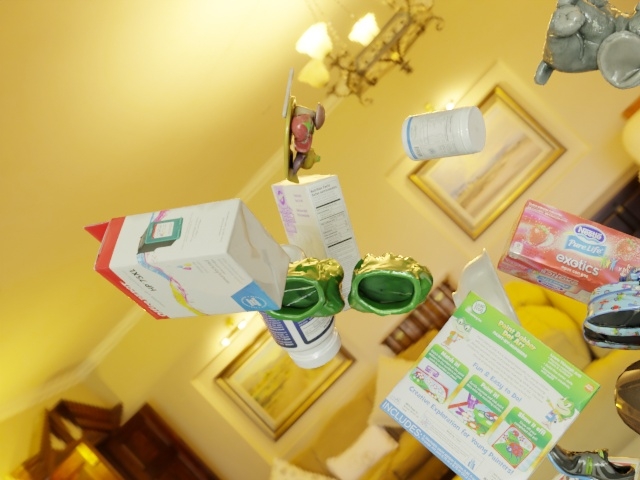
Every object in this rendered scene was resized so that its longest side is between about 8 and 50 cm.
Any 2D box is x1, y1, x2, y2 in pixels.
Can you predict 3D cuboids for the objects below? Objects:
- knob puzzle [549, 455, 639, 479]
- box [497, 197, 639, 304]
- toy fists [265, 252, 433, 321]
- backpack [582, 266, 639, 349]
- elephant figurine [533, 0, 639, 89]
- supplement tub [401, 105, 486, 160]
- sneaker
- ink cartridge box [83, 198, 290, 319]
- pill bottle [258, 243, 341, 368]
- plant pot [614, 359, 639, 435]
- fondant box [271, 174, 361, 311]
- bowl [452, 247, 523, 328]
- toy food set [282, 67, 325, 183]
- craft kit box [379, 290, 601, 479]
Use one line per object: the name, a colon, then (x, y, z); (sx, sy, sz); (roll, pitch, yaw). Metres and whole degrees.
knob puzzle: (0.590, 0.548, 1.633); (0.213, 0.213, 0.030); (-47, 15, 16)
box: (0.578, 0.041, 1.712); (0.154, 0.300, 0.142); (83, -150, -70)
toy fists: (0.041, 0.075, 1.206); (0.279, 0.096, 0.142); (-5, 14, 13)
backpack: (0.527, 0.118, 1.253); (0.158, 0.173, 0.117); (59, -149, -52)
elephant figurine: (0.497, -0.332, 1.221); (0.186, 0.239, 0.169); (49, -117, -74)
supplement tub: (0.179, -0.155, 1.094); (0.107, 0.071, 0.071); (-4, 21, 34)
sneaker: (0.520, 0.428, 1.453); (0.067, 0.188, 0.078); (-62, -6, -73)
ink cartridge box: (-0.171, 0.030, 0.906); (0.231, 0.134, 0.078); (-8, 54, 25)
pill bottle: (-0.057, 0.151, 1.660); (0.153, 0.264, 0.153); (-18, 33, 12)
plant pot: (0.546, 0.233, 1.068); (0.215, 0.215, 0.230); (-43, 11, -21)
fondant box: (0.000, 0.000, 1.926); (0.096, 0.330, 0.238); (-20, 12, -22)
bowl: (0.438, 0.178, 1.978); (0.134, 0.298, 0.298); (-26, -2, 11)
toy food set: (-0.028, -0.202, 1.422); (0.218, 0.071, 0.128); (91, -175, -51)
craft kit box: (0.265, 0.250, 1.194); (0.246, 0.250, 0.061); (-51, -24, 0)
